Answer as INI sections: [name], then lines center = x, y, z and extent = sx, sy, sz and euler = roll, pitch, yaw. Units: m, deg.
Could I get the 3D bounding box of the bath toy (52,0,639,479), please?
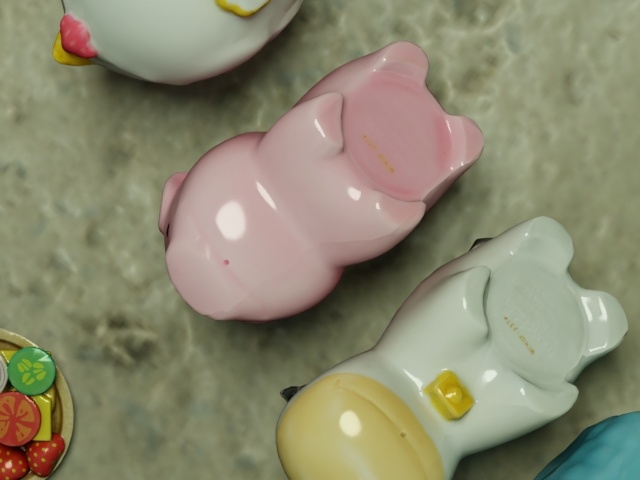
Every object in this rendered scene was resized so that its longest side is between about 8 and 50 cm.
[bath toy]
center = 0.000, 0.000, 0.697
extent = 0.151, 0.129, 0.348
euler = -36, 94, -36

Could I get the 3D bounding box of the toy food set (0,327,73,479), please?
[toy food set]
center = -0.154, 0.078, 0.767
extent = 0.083, 0.020, 0.083
euler = 0, 96, 7
